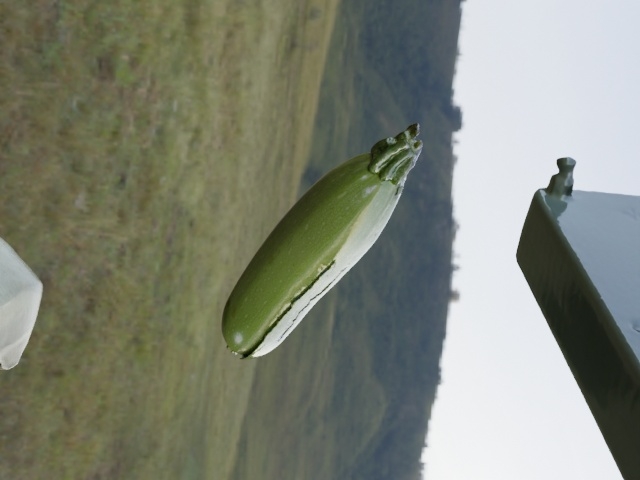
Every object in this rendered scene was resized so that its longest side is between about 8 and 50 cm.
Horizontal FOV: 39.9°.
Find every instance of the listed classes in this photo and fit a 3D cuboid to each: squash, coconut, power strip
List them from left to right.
[{"bbox_3d":[-0.504,0.094,1.244,0.224,0.224,0.224,-175,-90,-84],"label":"coconut"},{"bbox_3d":[0.000,0.000,0.896,0.341,0.094,0.094,-51,-155,31],"label":"squash"},{"bbox_3d":[0.171,0.046,0.325,0.216,0.145,0.061,-99,-163,-57],"label":"power strip"}]
